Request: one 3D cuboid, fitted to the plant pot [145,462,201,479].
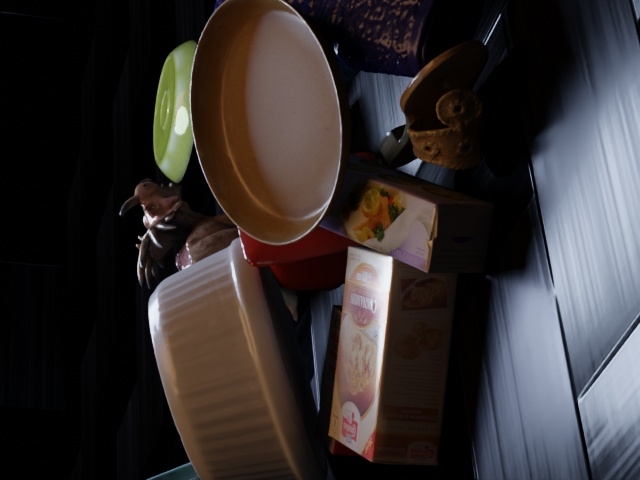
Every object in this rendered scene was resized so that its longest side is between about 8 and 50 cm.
[{"bbox_3d":[-0.173,0.383,2.071,0.196,0.293,0.293,68,162,2],"label":"plant pot"}]

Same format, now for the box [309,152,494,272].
[{"bbox_3d":[0.038,-0.038,1.625,0.324,0.067,0.063,25,110,57],"label":"box"}]

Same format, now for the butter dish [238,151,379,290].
[{"bbox_3d":[0.000,0.000,1.813,0.160,0.160,0.118,-106,4,-54],"label":"butter dish"}]

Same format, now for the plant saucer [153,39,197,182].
[{"bbox_3d":[-0.243,-0.216,2.924,0.241,0.037,0.240,-174,90,-74],"label":"plant saucer"}]

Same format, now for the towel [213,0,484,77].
[{"bbox_3d":[0.038,-0.268,1.638,0.308,0.076,0.227,14,87,47],"label":"towel"}]

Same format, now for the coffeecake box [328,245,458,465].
[{"bbox_3d":[0.066,0.104,1.630,0.142,0.068,0.185,-168,84,-74],"label":"coffeecake box"}]

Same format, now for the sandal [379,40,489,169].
[{"bbox_3d":[0.116,-0.096,1.559,0.079,0.088,0.240,60,163,10],"label":"sandal"}]

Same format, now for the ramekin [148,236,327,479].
[{"bbox_3d":[-0.089,0.141,1.862,0.273,0.127,0.272,-18,-90,-87],"label":"ramekin"}]

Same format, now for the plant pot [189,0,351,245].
[{"bbox_3d":[-0.042,-0.114,1.632,0.236,0.032,0.236,17,112,50],"label":"plant pot"}]

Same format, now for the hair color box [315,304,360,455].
[{"bbox_3d":[0.031,0.142,1.788,0.072,0.043,0.141,-147,63,-73],"label":"hair color box"}]

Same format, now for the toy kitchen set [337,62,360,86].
[{"bbox_3d":[0.006,-0.270,1.764,0.207,0.122,0.166,63,-147,-16],"label":"toy kitchen set"}]

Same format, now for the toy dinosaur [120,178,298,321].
[{"bbox_3d":[-0.133,0.020,2.130,0.296,0.200,0.127,-138,55,-71],"label":"toy dinosaur"}]
